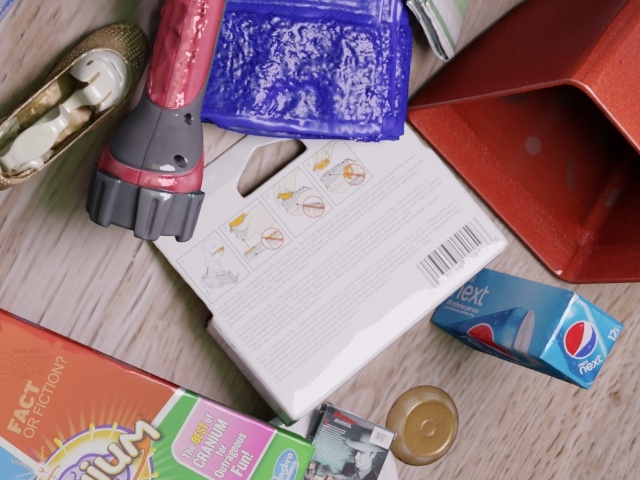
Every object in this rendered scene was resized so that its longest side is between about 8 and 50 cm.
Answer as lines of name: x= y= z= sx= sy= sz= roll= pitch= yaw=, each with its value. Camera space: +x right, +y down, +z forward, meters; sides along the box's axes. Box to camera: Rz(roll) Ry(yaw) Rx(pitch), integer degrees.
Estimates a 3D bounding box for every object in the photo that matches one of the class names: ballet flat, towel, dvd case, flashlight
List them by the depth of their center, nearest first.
flashlight: x=-0.124 y=-0.155 z=1.468 sx=0.103 sy=0.103 sz=0.304 roll=3 pitch=107 yaw=-42
ballet flat: x=-0.221 y=-0.114 z=1.498 sx=0.206 sy=0.067 sz=0.073 roll=-46 pitch=112 yaw=-13
towel: x=-0.016 y=-0.246 z=1.551 sx=0.228 sy=0.076 sz=0.308 roll=3 pitch=95 yaw=-15
towel: x=0.120 y=-0.261 z=1.611 sx=0.113 sy=0.023 sz=0.152 roll=54 pitch=47 yaw=-60
dvd case: x=0.015 y=0.224 z=1.627 sx=0.087 sy=0.013 sz=0.119 roll=24 pitch=87 yaw=-29

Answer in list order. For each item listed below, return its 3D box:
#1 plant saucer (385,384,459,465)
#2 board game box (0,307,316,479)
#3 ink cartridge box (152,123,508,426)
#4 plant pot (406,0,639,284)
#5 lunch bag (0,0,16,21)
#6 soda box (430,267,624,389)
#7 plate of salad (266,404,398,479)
plant saucer: x=0.106 y=0.188 z=1.715 sx=0.083 sy=0.015 sz=0.083 roll=-4 pitch=99 yaw=-24
board game box: x=-0.196 y=0.230 z=1.527 sx=0.316 sy=0.064 sz=0.242 roll=24 pitch=87 yaw=-15
ink cartridge box: x=0.000 y=0.000 z=1.621 sx=0.275 sy=0.060 sz=0.239 roll=-38 pitch=85 yaw=-15
plant pot: x=0.295 y=-0.134 z=1.637 sx=0.267 sy=0.267 sz=0.236 roll=44 pitch=67 yaw=-23
lunch bag: x=-0.421 y=-0.266 z=1.291 sx=0.385 sy=0.239 sz=0.328 roll=35 pitch=83 yaw=-1
soda box: x=0.193 y=0.079 z=1.632 sx=0.067 sy=0.210 sz=0.071 roll=33 pitch=83 yaw=-24
plate of salad: x=-0.015 y=0.255 z=1.651 sx=0.200 sy=0.048 sz=0.200 roll=-5 pitch=100 yaw=-28
